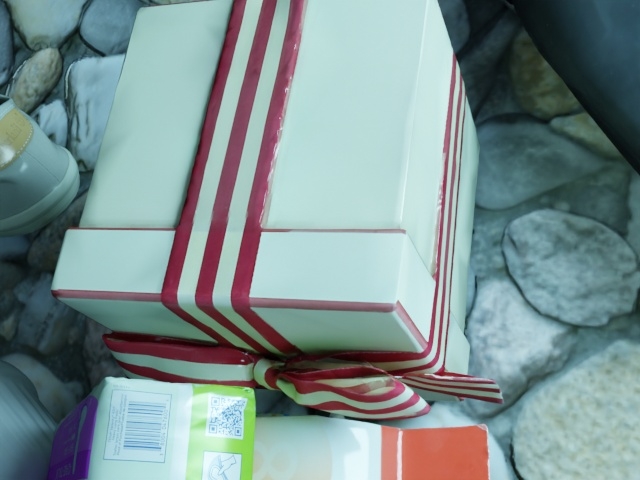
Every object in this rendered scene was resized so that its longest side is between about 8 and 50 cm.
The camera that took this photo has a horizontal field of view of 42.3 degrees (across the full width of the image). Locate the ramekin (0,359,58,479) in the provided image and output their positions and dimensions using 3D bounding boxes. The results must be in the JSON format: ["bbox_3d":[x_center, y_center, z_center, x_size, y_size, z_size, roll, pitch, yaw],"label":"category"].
[{"bbox_3d":[-0.322,0.244,0.705,0.127,0.273,0.273,34,94,17],"label":"ramekin"}]

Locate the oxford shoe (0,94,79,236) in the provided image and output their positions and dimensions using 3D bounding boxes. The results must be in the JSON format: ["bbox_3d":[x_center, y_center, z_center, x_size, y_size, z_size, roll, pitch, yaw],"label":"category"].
[{"bbox_3d":[-0.469,-0.093,0.903,0.449,0.130,0.169,3,51,25],"label":"oxford shoe"}]

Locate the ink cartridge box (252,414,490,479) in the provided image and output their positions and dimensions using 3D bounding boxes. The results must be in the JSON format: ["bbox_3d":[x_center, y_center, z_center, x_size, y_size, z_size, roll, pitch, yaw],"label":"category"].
[{"bbox_3d":[0.019,0.188,0.536,0.179,0.045,0.145,-7,61,18],"label":"ink cartridge box"}]

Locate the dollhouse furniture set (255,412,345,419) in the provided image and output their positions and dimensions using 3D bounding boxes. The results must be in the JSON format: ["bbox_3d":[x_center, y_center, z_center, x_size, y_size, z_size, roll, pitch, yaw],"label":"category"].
[{"bbox_3d":[-0.079,0.211,0.629,0.182,0.101,0.161,-3,36,26],"label":"dollhouse furniture set"}]

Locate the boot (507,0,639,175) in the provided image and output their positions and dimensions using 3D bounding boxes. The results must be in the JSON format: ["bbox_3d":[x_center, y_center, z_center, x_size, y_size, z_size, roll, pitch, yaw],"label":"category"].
[{"bbox_3d":[0.313,-0.218,0.552,0.367,0.146,0.445,-44,59,22],"label":"boot"}]

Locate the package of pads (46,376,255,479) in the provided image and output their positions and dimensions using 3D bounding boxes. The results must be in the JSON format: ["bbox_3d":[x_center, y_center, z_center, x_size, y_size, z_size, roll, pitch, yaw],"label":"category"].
[{"bbox_3d":[-0.132,0.224,0.537,0.296,0.101,0.229,140,135,-62],"label":"package of pads"}]

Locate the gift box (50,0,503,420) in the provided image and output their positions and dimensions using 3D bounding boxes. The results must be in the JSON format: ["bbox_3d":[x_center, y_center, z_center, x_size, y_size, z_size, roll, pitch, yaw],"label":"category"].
[{"bbox_3d":[0.000,0.000,0.607,0.255,0.276,0.258,-1,65,25],"label":"gift box"}]
